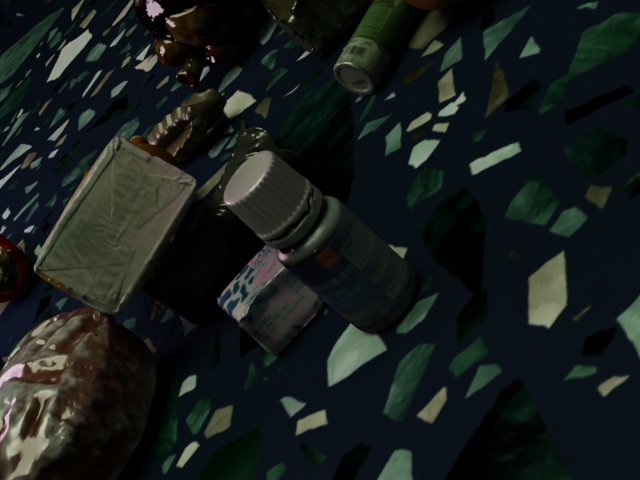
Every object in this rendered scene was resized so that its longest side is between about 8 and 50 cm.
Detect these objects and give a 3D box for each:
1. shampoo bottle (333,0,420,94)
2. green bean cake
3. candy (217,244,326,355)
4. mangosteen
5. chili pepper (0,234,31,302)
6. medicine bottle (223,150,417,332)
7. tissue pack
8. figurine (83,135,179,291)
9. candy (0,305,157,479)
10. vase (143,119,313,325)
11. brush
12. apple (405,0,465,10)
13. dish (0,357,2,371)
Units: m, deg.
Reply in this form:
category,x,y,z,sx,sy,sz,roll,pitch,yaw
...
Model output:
category,x,y,z,sx,sy,sz,roll,pitch,yaw
shampoo bottle,0.085,-0.280,1.613,0.065,0.065,0.204,-8,47,53
green bean cake,0.013,-0.362,1.799,0.181,0.094,0.173,-46,25,7
candy,-0.029,0.038,1.344,0.160,0.073,0.092,-47,27,3
mangosteen,-0.195,-0.361,2.030,0.211,0.211,0.250,-12,74,51
chili pepper,-0.552,0.043,2.120,0.110,0.110,0.387,-54,21,-10
medicine bottle,0.000,0.000,1.201,0.083,0.203,0.083,-37,27,22
tissue pack,-0.241,-0.020,1.515,0.185,0.124,0.225,-60,9,-2
figurine,-0.254,-0.039,1.720,0.143,0.143,0.271,-38,28,21
candy,-0.301,0.203,1.445,0.214,0.157,0.289,-20,39,30
vase,-0.117,-0.017,1.528,0.237,0.115,0.115,-55,26,-6
brush,-0.244,-0.138,1.944,0.301,0.071,0.084,-33,12,46
apple,0.142,-0.368,1.522,0.155,0.182,0.182,-26,31,12
dish,-0.555,0.230,1.891,0.212,0.077,0.151,-28,31,36
